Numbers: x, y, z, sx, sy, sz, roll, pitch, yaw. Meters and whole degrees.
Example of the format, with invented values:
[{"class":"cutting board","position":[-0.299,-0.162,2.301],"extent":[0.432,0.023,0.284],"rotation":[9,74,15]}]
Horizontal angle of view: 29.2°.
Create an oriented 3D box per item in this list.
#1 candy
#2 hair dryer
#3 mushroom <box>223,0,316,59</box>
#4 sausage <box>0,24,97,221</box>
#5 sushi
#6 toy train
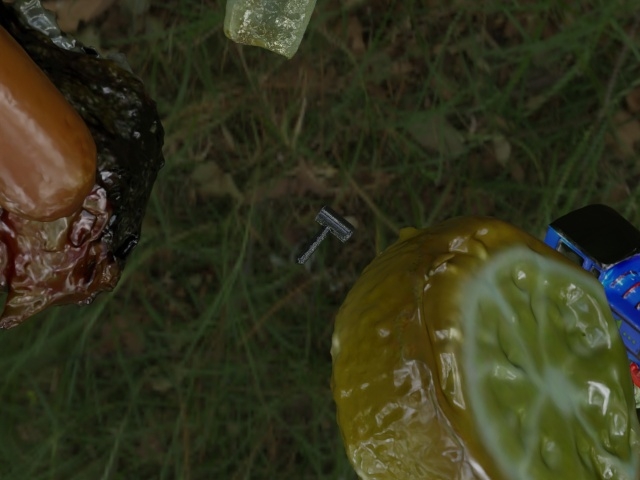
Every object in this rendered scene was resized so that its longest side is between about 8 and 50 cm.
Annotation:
[{"class":"candy","position":[0.122,0.108,0.858],"extent":[0.260,0.260,0.118],"rotation":[35,135,-25]},{"class":"hair dryer","position":[0.000,0.000,1.458],"extent":[0.047,0.083,0.026],"rotation":[39,154,6]},{"class":"mushroom","position":[-0.022,-0.355,1.351],"extent":[0.100,0.081,0.312],"rotation":[15,115,-14]},{"class":"sausage","position":[-0.195,-0.086,0.676],"extent":[0.076,0.076,0.197],"rotation":[-29,126,18]},{"class":"sushi","position":[-0.279,-0.090,0.892],"extent":[0.343,0.182,0.196],"rotation":[27,117,-8]},{"class":"toy train","position":[0.294,0.072,1.184],"extent":[0.082,0.204,0.131],"rotation":[-17,136,-34]}]
